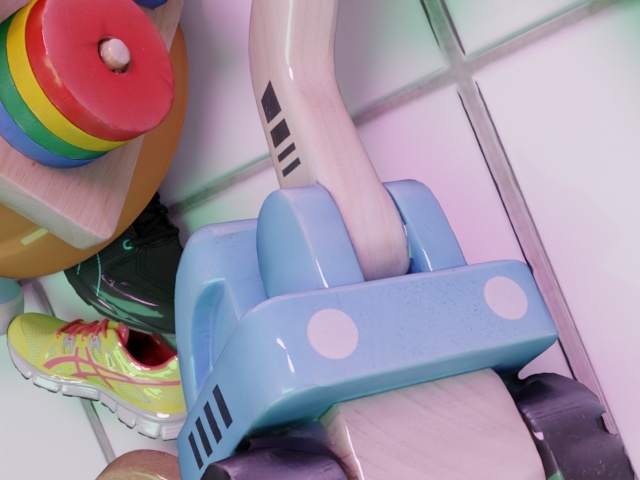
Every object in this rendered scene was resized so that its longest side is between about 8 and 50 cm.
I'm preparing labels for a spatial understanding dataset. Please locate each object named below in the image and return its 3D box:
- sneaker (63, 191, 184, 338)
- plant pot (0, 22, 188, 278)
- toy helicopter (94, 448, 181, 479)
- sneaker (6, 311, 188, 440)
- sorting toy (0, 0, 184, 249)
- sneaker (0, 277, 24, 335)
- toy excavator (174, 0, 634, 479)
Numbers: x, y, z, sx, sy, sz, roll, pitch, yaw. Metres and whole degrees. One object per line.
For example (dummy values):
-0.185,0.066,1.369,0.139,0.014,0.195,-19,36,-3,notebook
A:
-0.183,-0.024,0.673,0.267,0.101,0.106,39,117,15,sneaker
-0.272,-0.127,0.574,0.291,0.203,0.291,-3,80,19,plant pot
-0.065,0.327,0.708,0.355,0.140,0.235,46,112,-1,toy helicopter
-0.195,0.100,0.730,0.208,0.081,0.094,20,111,13,sneaker
-0.168,-0.171,0.438,0.089,0.255,0.257,-18,49,33,sorting toy
-0.438,-0.036,0.795,0.366,0.135,0.150,30,119,19,sneaker
0.000,0.000,0.496,0.445,0.222,0.433,68,152,25,toy excavator
